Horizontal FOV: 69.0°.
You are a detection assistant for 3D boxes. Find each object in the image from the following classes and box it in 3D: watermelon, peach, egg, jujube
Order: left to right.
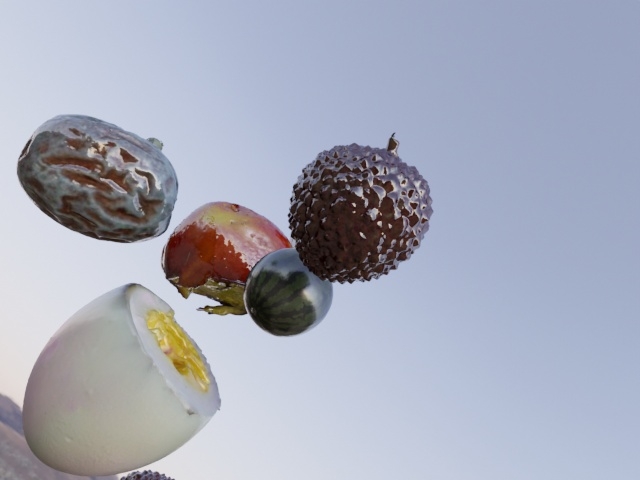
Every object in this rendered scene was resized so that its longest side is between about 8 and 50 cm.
[{"bbox_3d":[-0.460,-0.124,0.977,0.308,0.215,0.246,13,-64,-16],"label":"jujube"},{"bbox_3d":[-0.439,0.313,0.966,0.354,0.340,0.354,56,-6,8],"label":"egg"},{"bbox_3d":[-0.253,0.074,1.410,0.416,0.353,0.339,42,-17,6],"label":"peach"},{"bbox_3d":[-0.077,0.123,1.086,0.212,0.212,0.212,22,-41,21],"label":"watermelon"}]

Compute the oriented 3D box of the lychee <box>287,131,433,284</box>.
[{"bbox_3d":[0.074,-0.057,0.860,0.264,0.300,0.264,31,-2,1],"label":"lychee"}]

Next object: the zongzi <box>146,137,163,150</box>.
[{"bbox_3d":[-0.466,-0.222,1.173,0.119,0.109,0.055,16,-28,26],"label":"zongzi"}]

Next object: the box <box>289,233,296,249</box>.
[{"bbox_3d":[0.000,0.000,1.836,0.193,0.083,0.301,12,-13,-14],"label":"box"}]

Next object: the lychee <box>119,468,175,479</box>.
[{"bbox_3d":[-0.452,0.745,1.207,0.276,0.276,0.304,9,-70,32],"label":"lychee"}]
